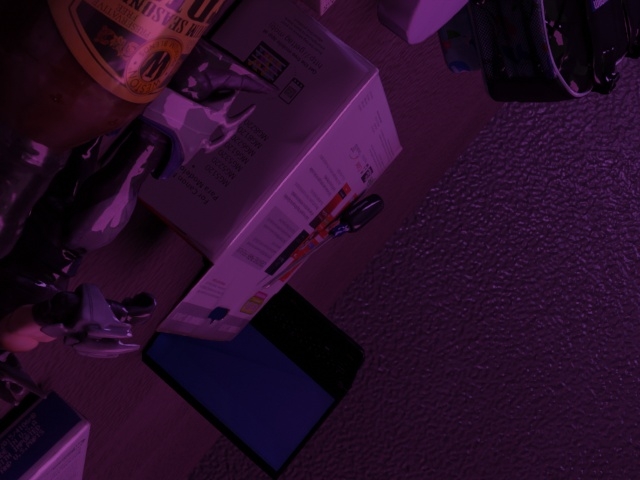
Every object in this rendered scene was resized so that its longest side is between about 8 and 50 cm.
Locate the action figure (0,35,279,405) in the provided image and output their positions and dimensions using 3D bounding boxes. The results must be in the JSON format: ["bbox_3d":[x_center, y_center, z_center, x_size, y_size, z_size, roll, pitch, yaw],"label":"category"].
[{"bbox_3d":[-0.156,-0.014,0.752,0.285,0.185,0.099,-56,145,7],"label":"action figure"}]

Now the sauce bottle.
[{"bbox_3d":[-0.108,-0.138,0.636,0.344,0.111,0.111,-53,170,16],"label":"sauce bottle"}]

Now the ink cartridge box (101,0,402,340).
[{"bbox_3d":[-0.067,-0.051,1.078,0.272,0.130,0.309,-50,170,-1],"label":"ink cartridge box"}]

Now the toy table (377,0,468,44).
[{"bbox_3d":[0.083,-0.287,0.780,0.274,0.161,0.252,-49,170,-8],"label":"toy table"}]

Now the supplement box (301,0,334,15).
[{"bbox_3d":[-0.012,-0.219,0.896,0.036,0.062,0.098,-49,171,-12],"label":"supplement box"}]

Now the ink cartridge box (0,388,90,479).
[{"bbox_3d":[-0.390,0.336,1.291,0.324,0.071,0.330,-45,172,-27],"label":"ink cartridge box"}]

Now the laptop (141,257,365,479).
[{"bbox_3d":[-0.088,0.130,1.361,0.136,0.234,0.264,-47,171,-17],"label":"laptop"}]

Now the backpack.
[{"bbox_3d":[0.219,-0.290,1.211,0.225,0.191,0.254,-42,128,-41],"label":"backpack"}]

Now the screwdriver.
[{"bbox_3d":[0.000,0.000,1.155,0.170,0.025,0.024,-32,164,-31],"label":"screwdriver"}]
